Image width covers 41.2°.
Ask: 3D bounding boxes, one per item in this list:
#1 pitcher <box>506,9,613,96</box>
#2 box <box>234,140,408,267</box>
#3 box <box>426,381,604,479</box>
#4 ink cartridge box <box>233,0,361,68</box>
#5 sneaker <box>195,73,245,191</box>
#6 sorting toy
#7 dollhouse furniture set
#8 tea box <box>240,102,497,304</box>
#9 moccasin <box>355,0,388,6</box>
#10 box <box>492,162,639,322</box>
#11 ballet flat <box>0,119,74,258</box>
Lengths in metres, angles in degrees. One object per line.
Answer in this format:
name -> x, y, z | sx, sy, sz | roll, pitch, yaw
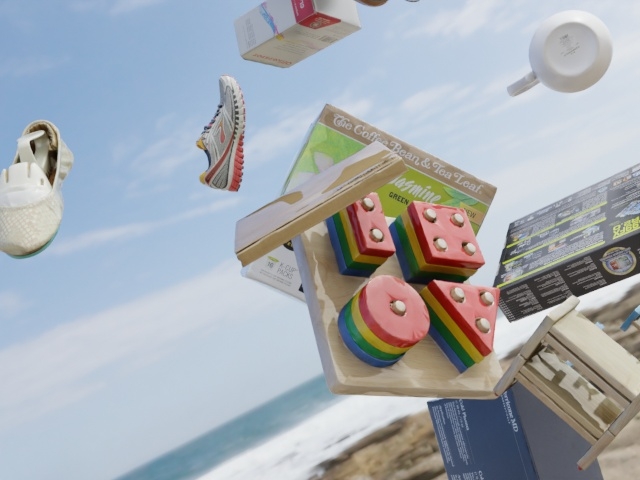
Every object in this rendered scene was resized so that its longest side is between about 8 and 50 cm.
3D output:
pitcher -> 0.376, -0.284, 1.363 | 0.178, 0.125, 0.207 | -34, -1, 17
box -> -0.006, -0.047, 0.959 | 0.201, 0.021, 0.164 | -30, 14, 2
box -> 0.431, 0.479, 1.878 | 0.179, 0.343, 0.312 | -8, -14, -29
ink cartridge box -> -0.041, -0.365, 1.440 | 0.175, 0.072, 0.127 | -19, -11, 37
sneaker -> -0.192, -0.208, 1.637 | 0.093, 0.225, 0.088 | 3, -2, -10
sorting toy -> 0.111, 0.058, 1.050 | 0.257, 0.255, 0.089 | 8, -39, -32
dollhouse furniture set -> 0.312, 0.137, 0.952 | 0.184, 0.129, 0.129 | -24, -32, -46
tea box -> 0.074, -0.015, 1.497 | 0.220, 0.329, 0.323 | 167, 128, -83
moccasin -> -0.049, -0.476, 1.295 | 0.139, 0.380, 0.147 | -62, 1, -9
box -> 0.387, -0.007, 1.221 | 0.270, 0.060, 0.216 | -28, 18, 31
ballet flat -> -0.230, -0.047, 0.667 | 0.057, 0.052, 0.168 | -12, 31, -4
